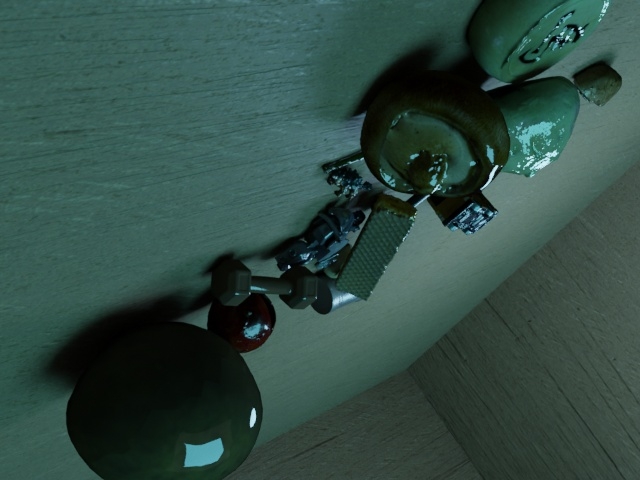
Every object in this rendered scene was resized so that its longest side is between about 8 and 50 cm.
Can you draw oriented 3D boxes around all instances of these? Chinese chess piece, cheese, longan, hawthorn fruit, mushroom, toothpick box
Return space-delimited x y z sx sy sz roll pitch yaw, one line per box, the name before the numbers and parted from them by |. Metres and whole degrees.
Chinese chess piece | 0.369 -0.375 1.445 0.250 0.101 0.250 -30 162 -11
cheese | 0.043 0.049 2.047 0.092 0.048 0.171 -37 162 5
longan | -0.299 0.327 1.666 0.404 0.336 0.404 -6 170 -1
hawthorn fruit | -0.163 0.159 1.785 0.148 0.148 0.172 -30 169 -16
mushroom | 0.672 -0.373 2.058 0.094 0.072 0.209 -51 158 18
toothpick box | 0.051 0.119 2.159 0.149 0.098 0.098 -19 157 -40
mushroom | 0.191 -0.174 1.446 0.253 0.253 0.153 -52 -168 44

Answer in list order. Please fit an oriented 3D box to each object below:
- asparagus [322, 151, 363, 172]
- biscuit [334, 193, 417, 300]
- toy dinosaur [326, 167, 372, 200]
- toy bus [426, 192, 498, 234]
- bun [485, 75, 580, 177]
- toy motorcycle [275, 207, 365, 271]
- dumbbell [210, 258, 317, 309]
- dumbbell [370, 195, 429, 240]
asparagus | 0.054 -0.150 1.597 0.127 0.015 0.018 -25 151 -30
biscuit | 0.115 0.023 1.893 0.379 0.094 0.054 115 -2 -55
toy dinosaur | 0.056 -0.111 1.647 0.055 0.049 0.154 -46 155 21
toy bus | 0.358 -0.086 2.161 0.098 0.114 0.201 -42 156 20
bun | 0.351 -0.200 1.604 0.283 0.179 0.283 -13 -172 2
toy motorcycle | 0.000 0.000 1.789 0.215 0.080 0.122 -33 164 2
dumbbell | -0.108 0.089 1.717 0.231 0.092 0.082 8 174 -41
dumbbell | 0.219 -0.095 1.915 0.254 0.110 0.110 -38 163 -10
